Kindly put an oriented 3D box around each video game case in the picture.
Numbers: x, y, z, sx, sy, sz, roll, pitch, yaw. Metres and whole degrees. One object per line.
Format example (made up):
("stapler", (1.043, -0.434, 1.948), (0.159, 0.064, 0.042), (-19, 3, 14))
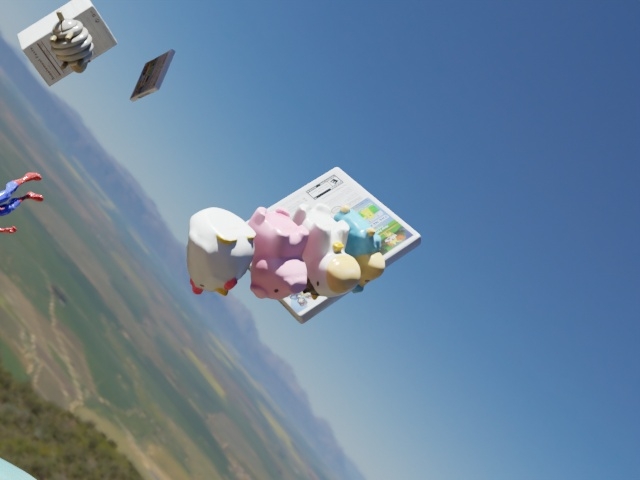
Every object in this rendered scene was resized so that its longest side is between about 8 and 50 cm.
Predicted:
("video game case", (-0.324, -0.317, 1.664), (0.011, 0.087, 0.122), (29, -19, -30))
("video game case", (0.000, 0.000, 1.895), (0.300, 0.329, 0.036), (43, -25, 36))

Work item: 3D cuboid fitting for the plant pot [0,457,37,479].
("plant pot", (-0.554, 0.499, 1.412), (0.235, 0.293, 0.293), (17, -16, 10))

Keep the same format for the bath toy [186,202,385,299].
("bath toy", (-0.057, 0.030, 1.297), (0.348, 0.129, 0.151), (-1, 39, -44))

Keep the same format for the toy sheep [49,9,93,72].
("toy sheep", (-0.496, -0.393, 1.717), (0.091, 0.091, 0.132), (43, -30, 44))

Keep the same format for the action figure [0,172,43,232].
("action figure", (-0.744, -0.075, 2.055), (0.139, 0.280, 0.091), (14, -61, 23))

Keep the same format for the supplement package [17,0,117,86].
("supplement package", (-0.556, -0.441, 1.898), (0.105, 0.179, 0.105), (60, -4, -39))
